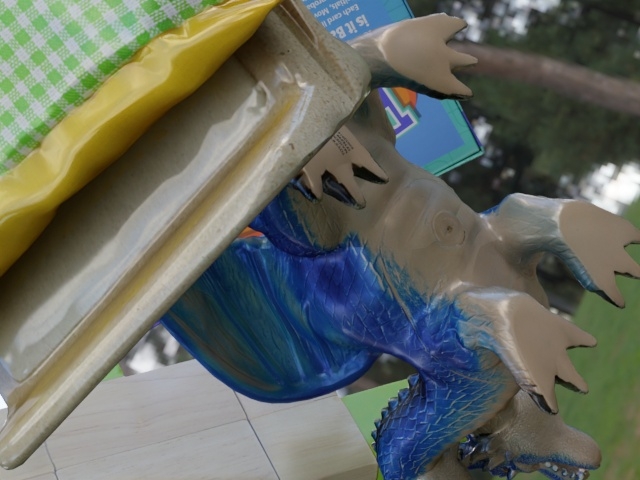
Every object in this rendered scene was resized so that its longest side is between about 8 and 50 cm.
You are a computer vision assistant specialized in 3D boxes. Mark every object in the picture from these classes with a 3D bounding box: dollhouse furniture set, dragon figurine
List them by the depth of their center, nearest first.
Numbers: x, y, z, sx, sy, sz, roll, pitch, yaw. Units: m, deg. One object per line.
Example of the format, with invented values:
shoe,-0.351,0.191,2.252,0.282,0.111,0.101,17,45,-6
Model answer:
dollhouse furniture set,-0.160,-0.003,0.378,0.301,0.197,0.151,-46,-13,31
dragon figurine,0.000,0.000,0.479,0.144,0.289,0.085,-29,24,51

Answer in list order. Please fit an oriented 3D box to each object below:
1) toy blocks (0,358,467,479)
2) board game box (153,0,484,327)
toy blocks,-0.129,0.205,0.778,0.381,0.190,0.261,-14,-47,-20
board game box,-0.053,-0.091,0.613,0.160,0.210,0.047,-27,6,0
